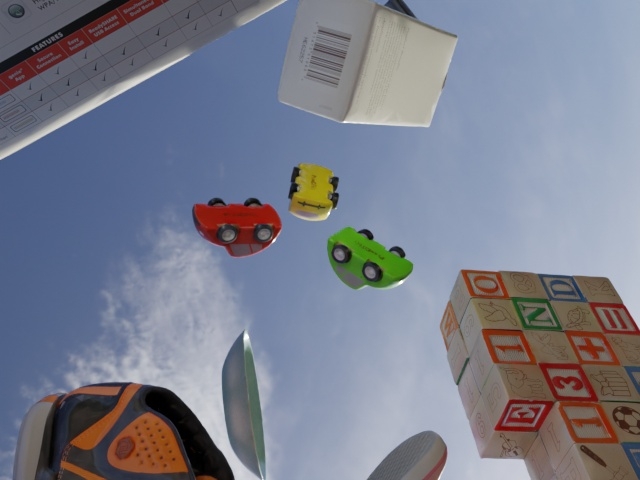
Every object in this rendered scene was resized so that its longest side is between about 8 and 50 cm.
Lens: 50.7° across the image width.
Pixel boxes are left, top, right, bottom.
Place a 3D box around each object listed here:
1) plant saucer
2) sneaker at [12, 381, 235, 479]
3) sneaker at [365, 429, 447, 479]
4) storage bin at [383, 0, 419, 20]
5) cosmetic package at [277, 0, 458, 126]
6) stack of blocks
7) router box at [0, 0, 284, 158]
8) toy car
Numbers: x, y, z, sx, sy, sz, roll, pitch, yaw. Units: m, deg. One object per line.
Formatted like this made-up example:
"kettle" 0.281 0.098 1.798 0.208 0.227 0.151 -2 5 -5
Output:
"plant saucer" -0.100 0.212 0.866 0.038 0.195 0.194 -7 -100 -3
"sneaker" -0.167 0.277 0.578 0.124 0.180 0.321 49 -148 -68
"sneaker" 0.058 0.192 0.459 0.070 0.134 0.051 37 -162 0
"storage bin" 0.126 -0.304 1.056 0.098 0.091 0.135 18 -142 -60
"cosmetic package" 0.059 -0.190 0.731 0.231 0.086 0.117 -13 -56 -60
"stack of blocks" 0.233 0.159 0.626 0.171 0.087 0.297 3 -141 -10
"router box" -0.160 -0.210 0.332 0.082 0.336 0.301 65 -176 36
"toy car" 0.000 0.000 0.778 0.239 0.225 0.053 -30 -36 -49
